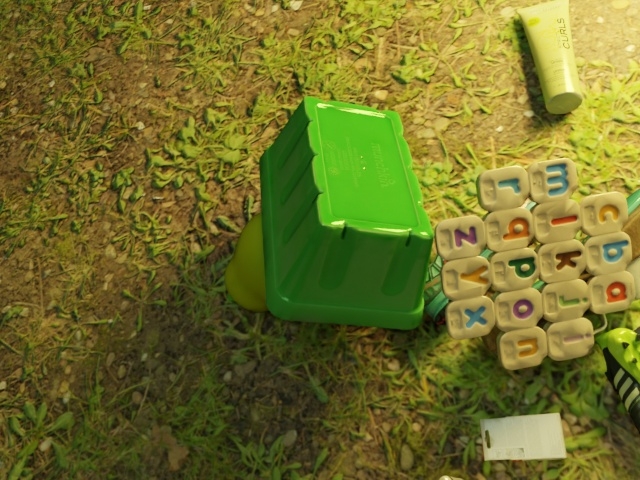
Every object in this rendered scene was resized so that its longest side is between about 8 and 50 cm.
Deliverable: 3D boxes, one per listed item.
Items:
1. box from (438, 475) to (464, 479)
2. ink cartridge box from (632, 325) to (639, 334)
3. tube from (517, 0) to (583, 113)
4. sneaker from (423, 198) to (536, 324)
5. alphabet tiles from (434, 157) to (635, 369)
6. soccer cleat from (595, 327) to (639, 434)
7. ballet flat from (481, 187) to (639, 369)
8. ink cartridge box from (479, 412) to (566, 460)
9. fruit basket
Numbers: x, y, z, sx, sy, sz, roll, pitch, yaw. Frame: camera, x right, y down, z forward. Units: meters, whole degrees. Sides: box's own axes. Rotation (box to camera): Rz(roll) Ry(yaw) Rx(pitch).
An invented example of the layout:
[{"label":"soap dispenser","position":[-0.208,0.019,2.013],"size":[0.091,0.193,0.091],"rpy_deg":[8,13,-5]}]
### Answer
[{"label":"box","position":[0.200,0.417,0.838],"size":[0.119,0.182,0.181],"rpy_deg":[-46,61,-1]},{"label":"ink cartridge box","position":[0.553,0.114,0.919],"size":[0.207,0.046,0.097],"rpy_deg":[-38,62,1]},{"label":"tube","position":[0.415,-0.339,1.155],"size":[0.070,0.062,0.240],"rpy_deg":[12,60,-20]},{"label":"sneaker","position":[0.244,0.006,1.042],"size":[0.262,0.104,0.125],"rpy_deg":[-44,59,-3]},{"label":"alphabet tiles","position":[0.299,0.034,0.899],"size":[0.277,0.021,0.284],"rpy_deg":[-10,98,-5]},{"label":"soccer cleat","position":[0.447,0.210,0.912],"size":[0.060,0.072,0.179],"rpy_deg":[-16,82,-16]},{"label":"ballet flat","position":[0.398,0.070,0.967],"size":[0.342,0.116,0.124],"rpy_deg":[-40,81,0]},{"label":"ink cartridge box","position":[0.296,0.290,0.945],"size":[0.115,0.029,0.063],"rpy_deg":[-9,66,17]},{"label":"fruit basket","position":[0.000,0.000,1.066],"size":[0.282,0.392,0.392],"rpy_deg":[6,66,-15]}]
